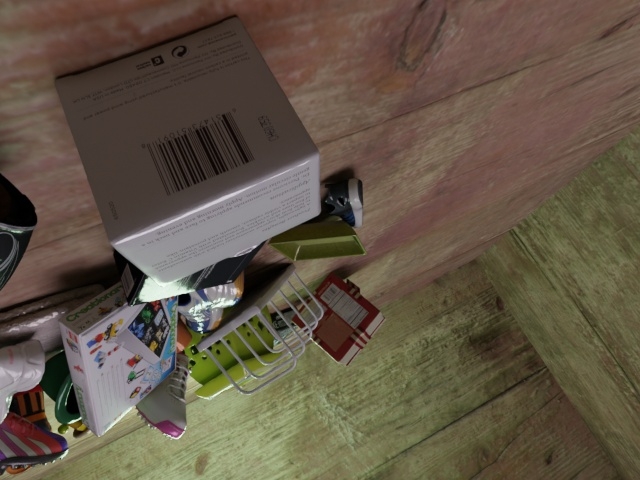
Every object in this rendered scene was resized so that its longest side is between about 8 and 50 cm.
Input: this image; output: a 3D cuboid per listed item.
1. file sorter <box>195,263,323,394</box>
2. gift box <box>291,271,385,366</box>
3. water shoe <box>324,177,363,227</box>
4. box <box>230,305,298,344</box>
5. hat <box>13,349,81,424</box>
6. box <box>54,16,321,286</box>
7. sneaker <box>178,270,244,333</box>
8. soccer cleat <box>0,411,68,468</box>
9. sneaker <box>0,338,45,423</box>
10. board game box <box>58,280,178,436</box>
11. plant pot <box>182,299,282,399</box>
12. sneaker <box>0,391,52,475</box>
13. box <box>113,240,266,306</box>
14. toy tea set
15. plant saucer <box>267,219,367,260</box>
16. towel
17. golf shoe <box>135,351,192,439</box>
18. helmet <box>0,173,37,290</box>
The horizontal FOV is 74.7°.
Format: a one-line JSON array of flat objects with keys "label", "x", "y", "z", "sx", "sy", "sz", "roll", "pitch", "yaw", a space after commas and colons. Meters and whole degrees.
[{"label": "file sorter", "x": -0.129, "y": 0.216, "z": 1.049, "sx": 0.192, "sy": 0.173, "sz": 0.278, "roll": -36, "pitch": -176, "yaw": 20}, {"label": "gift box", "x": 0.065, "y": 0.265, "z": 1.494, "sx": 0.255, "sy": 0.276, "sz": 0.258, "roll": -45, "pitch": 158, "yaw": -5}, {"label": "water shoe", "x": 0.048, "y": -0.078, "z": 0.871, "sx": 0.080, "sy": 0.073, "sz": 0.203, "roll": -1, "pitch": 164, "yaw": 5}, {"label": "box", "x": -0.248, "y": 0.367, "z": 1.582, "sx": 0.307, "sy": 0.077, "sz": 0.242, "roll": -13, "pitch": 156, "yaw": -39}, {"label": "hat", "x": -0.501, "y": 0.228, "z": 0.787, "sx": 0.173, "sy": 0.183, "sz": 0.209, "roll": 92, "pitch": 22, "yaw": -68}, {"label": "box", "x": -0.116, "y": -0.083, "z": 0.404, "sx": 0.180, "sy": 0.182, "sz": 0.119, "roll": -25, "pitch": 160, "yaw": -11}, {"label": "sneaker", "x": -0.263, "y": 0.113, "z": 0.885, "sx": 0.130, "sy": 0.112, "sz": 0.296, "roll": 7, "pitch": 147, "yaw": -26}, {"label": "soccer cleat", "x": -0.621, "y": 0.352, "z": 0.778, "sx": 0.108, "sy": 0.117, "sz": 0.318, "roll": -12, "pitch": 150, "yaw": 36}, {"label": "sneaker", "x": -0.542, "y": 0.231, "z": 0.654, "sx": 0.232, "sy": 0.090, "sz": 0.115, "roll": -44, "pitch": 150, "yaw": 16}, {"label": "board game box", "x": -0.346, "y": 0.196, "z": 0.759, "sx": 0.193, "sy": 0.053, "sz": 0.305, "roll": -42, "pitch": 156, "yaw": -49}, {"label": "plant pot", "x": -0.262, "y": 0.316, "z": 1.219, "sx": 0.228, "sy": 0.207, "sz": 0.227, "roll": -35, "pitch": 161, "yaw": 21}, {"label": "sneaker", "x": -0.715, "y": 0.445, "z": 0.941, "sx": 0.321, "sy": 0.180, "sz": 0.124, "roll": -39, "pitch": 159, "yaw": 29}, {"label": "box", "x": -0.174, "y": -0.021, "z": 0.614, "sx": 0.184, "sy": 0.103, "sz": 0.261, "roll": -7, "pitch": 152, "yaw": -41}, {"label": "toy tea set", "x": -0.463, "y": 0.271, "z": 0.966, "sx": 0.336, "sy": 0.124, "sz": 0.200, "roll": -41, "pitch": -159, "yaw": -19}, {"label": "plant saucer", "x": 0.000, "y": 0.000, "z": 0.931, "sx": 0.188, "sy": 0.045, "sz": 0.188, "roll": -6, "pitch": 165, "yaw": 12}, {"label": "towel", "x": -0.501, "y": 0.164, "z": 0.715, "sx": 0.282, "sy": 0.049, "sz": 0.187, "roll": -20, "pitch": 161, "yaw": -26}, {"label": "golf shoe", "x": -0.359, "y": 0.335, "z": 0.976, "sx": 0.140, "sy": 0.115, "sz": 0.306, "roll": -49, "pitch": -149, "yaw": -14}, {"label": "helmet", "x": -0.344, "y": 0.002, "z": 0.335, "sx": 0.161, "sy": 0.169, "sz": 0.169, "roll": -44, "pitch": 162, "yaw": -4}]
